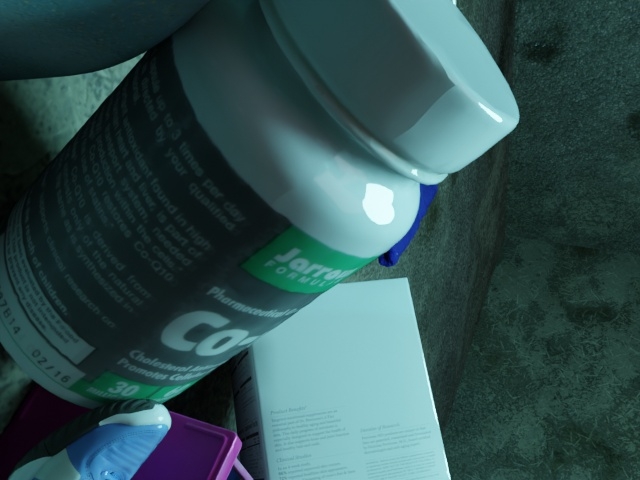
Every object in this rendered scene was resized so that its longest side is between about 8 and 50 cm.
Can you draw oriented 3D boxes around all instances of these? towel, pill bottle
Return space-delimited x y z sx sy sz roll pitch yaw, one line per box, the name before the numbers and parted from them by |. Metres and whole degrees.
towel | 0.167 -0.116 1.404 0.308 0.076 0.227 -54 139 -46
pill bottle | -0.062 -0.041 0.463 0.204 0.361 0.204 36 33 -28

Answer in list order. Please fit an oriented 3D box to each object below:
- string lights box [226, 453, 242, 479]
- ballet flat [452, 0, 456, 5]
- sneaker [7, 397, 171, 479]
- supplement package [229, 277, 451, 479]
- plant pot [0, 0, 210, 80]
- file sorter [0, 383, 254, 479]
string lights box | -0.160 0.392 0.818 0.259 0.077 0.133 -58 149 -42
ballet flat | 0.127 -0.289 0.913 0.400 0.139 0.139 63 40 -31
sneaker | -0.187 0.197 0.461 0.211 0.081 0.080 -41 149 -8
supplement package | 0.007 0.203 0.781 0.198 0.199 0.262 125 -42 -65
plant pot | -0.171 -0.215 0.311 0.247 0.252 0.247 6 94 -68
file sorter | -0.193 0.300 0.542 0.182 0.202 0.290 73 34 -50
